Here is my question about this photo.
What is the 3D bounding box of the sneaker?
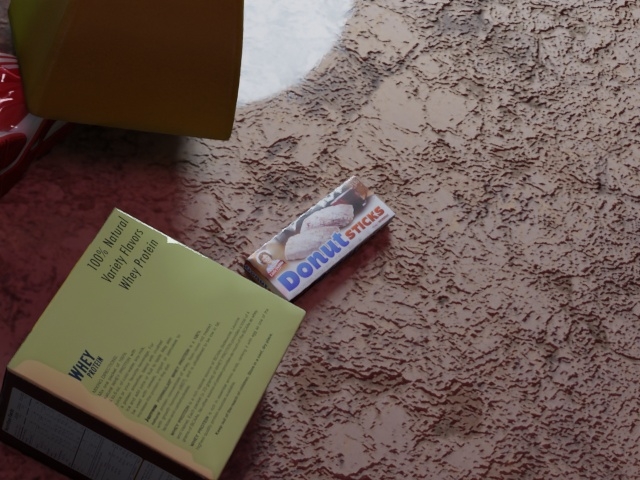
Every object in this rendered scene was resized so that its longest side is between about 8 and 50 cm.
[{"bbox_3d":[-0.350,-0.114,1.426,0.128,0.087,0.221,31,40,13],"label":"sneaker"}]

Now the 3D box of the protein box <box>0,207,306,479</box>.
[{"bbox_3d":[-0.156,0.120,1.291,0.201,0.136,0.199,29,53,0],"label":"protein box"}]

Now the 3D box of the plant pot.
[{"bbox_3d":[-0.185,-0.247,1.449,0.212,0.187,0.212,6,37,-24],"label":"plant pot"}]

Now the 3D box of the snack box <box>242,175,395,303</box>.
[{"bbox_3d":[0.000,0.000,1.500,0.064,0.022,0.178,44,54,10],"label":"snack box"}]
